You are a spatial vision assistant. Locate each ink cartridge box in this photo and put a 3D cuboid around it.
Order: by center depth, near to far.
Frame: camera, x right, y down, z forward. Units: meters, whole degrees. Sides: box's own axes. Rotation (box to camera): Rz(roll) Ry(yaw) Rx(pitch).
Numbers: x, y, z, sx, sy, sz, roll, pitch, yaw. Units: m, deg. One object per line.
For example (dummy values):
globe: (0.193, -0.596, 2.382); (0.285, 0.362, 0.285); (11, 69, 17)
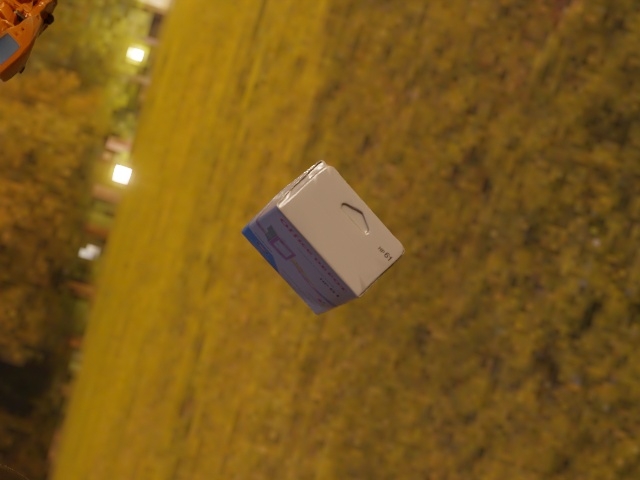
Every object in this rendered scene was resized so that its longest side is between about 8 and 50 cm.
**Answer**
ink cartridge box: (0.000, 0.000, 1.285); (0.052, 0.088, 0.122); (-44, 3, -17)

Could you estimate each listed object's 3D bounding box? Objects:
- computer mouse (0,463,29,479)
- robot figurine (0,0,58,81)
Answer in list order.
computer mouse: (-0.272, 0.243, 1.323); (0.072, 0.188, 0.272); (-62, 5, 14)
robot figurine: (-0.317, -0.147, 1.302); (0.085, 0.211, 0.291); (-61, -2, 38)
